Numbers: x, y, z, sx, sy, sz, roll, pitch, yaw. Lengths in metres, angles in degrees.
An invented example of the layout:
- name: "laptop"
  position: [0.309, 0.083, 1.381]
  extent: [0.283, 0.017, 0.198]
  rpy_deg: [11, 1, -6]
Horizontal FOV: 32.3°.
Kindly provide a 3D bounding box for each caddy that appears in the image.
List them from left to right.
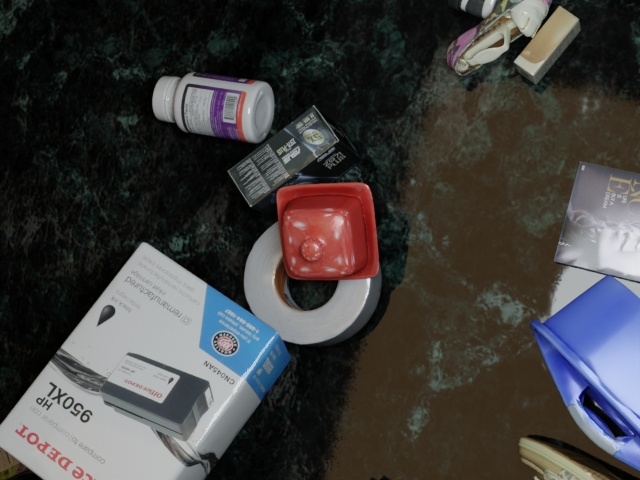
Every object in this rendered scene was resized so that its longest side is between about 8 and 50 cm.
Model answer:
- name: "caddy"
  position: [0.442, 0.215, 1.563]
  extent: [0.179, 0.241, 0.341]
  rpy_deg: [-42, 65, 1]

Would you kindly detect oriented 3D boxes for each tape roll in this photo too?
- name: "tape roll"
  position: [-0.013, 0.064, 1.824]
  extent: [0.219, 0.072, 0.219]
  rpy_deg: [-3, 81, 17]

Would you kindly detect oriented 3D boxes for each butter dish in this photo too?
- name: "butter dish"
  position: [0.000, 0.000, 1.712]
  extent: [0.160, 0.118, 0.160]
  rpy_deg: [-1, 108, 17]

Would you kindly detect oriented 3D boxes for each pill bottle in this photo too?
- name: "pill bottle"
  position: [-0.186, -0.232, 1.904]
  extent: [0.193, 0.108, 0.108]
  rpy_deg: [11, 85, 19]

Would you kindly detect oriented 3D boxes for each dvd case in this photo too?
- name: "dvd case"
  position: [0.488, -0.020, 1.703]
  extent: [0.221, 0.018, 0.165]
  rpy_deg: [14, 86, 19]

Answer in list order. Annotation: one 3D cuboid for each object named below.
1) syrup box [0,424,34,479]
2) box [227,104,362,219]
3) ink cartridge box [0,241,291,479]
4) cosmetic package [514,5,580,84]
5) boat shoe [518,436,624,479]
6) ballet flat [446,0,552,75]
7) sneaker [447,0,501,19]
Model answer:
- name: "syrup box"
  position: [-0.511, 0.358, 1.929]
  extent: [0.237, 0.093, 0.096]
  rpy_deg: [-26, 75, 12]
- name: "box"
  position: [-0.038, -0.124, 1.820]
  extent: [0.180, 0.147, 0.077]
  rpy_deg: [-36, 73, 9]
- name: "ink cartridge box"
  position: [-0.279, 0.251, 1.771]
  extent: [0.285, 0.166, 0.395]
  rpy_deg: [32, 76, 15]
- name: "cosmetic package"
  position: [0.363, -0.311, 1.765]
  extent: [0.041, 0.060, 0.115]
  rpy_deg: [40, 94, 17]
- name: "boat shoe"
  position: [0.387, 0.371, 1.592]
  extent: [0.285, 0.104, 0.089]
  rpy_deg: [29, 97, 50]
- name: "ballet flat"
  position: [0.295, -0.336, 1.760]
  extent: [0.221, 0.077, 0.079]
  rpy_deg: [-38, 39, 24]
- name: "sneaker"
  position: [0.266, -0.479, 1.809]
  extent: [0.121, 0.079, 0.217]
  rpy_deg: [23, 91, 18]
